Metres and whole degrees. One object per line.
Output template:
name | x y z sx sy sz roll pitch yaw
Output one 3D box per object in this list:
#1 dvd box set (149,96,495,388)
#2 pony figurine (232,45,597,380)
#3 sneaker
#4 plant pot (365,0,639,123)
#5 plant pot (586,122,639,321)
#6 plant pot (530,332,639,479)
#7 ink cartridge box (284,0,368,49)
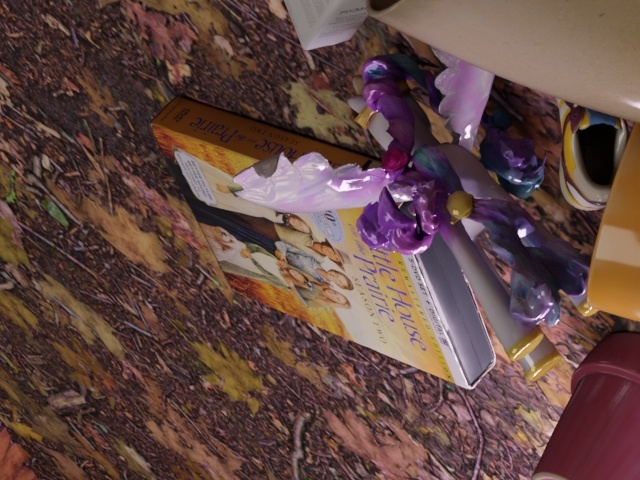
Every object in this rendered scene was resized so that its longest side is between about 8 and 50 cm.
dvd box set | 0.000 0.000 2.191 0.420 0.062 0.307 21 147 40
pony figurine | 0.114 -0.054 1.705 0.363 0.303 0.351 53 -176 15
sneaker | 0.234 -0.121 1.564 0.084 0.069 0.185 132 129 -82
plant pot | 0.219 -0.205 1.382 0.274 0.256 0.256 32 158 -14
plant pot | 0.346 -0.012 1.525 0.188 0.205 0.205 18 148 15
plant pot | 0.324 0.230 1.923 0.201 0.180 0.201 35 154 19
ink cartridge box | 0.003 -0.299 1.640 0.189 0.066 0.232 69 156 9
